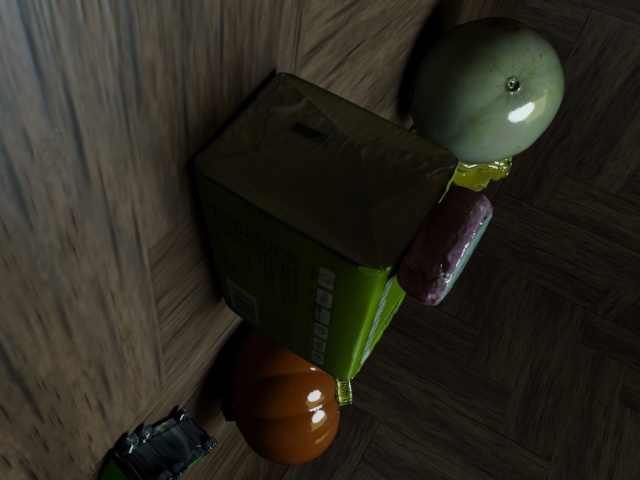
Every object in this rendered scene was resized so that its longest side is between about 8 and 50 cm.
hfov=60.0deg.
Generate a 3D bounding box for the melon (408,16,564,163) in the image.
[{"bbox_3d":[0.301,-0.279,1.051,0.330,0.269,0.268,-100,-146,-78],"label":"melon"}]

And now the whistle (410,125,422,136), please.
[{"bbox_3d":[0.201,-0.133,1.388,0.068,0.057,0.326,-24,142,-38],"label":"whistle"}]

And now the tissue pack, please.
[{"bbox_3d":[0.000,0.000,0.595,0.167,0.200,0.274,-53,164,-29],"label":"tissue pack"}]

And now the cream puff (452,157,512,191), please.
[{"bbox_3d":[0.387,-0.257,1.447,0.291,0.257,0.324,-56,166,-11],"label":"cream puff"}]

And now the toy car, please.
[{"bbox_3d":[-0.191,0.262,0.673,0.062,0.071,0.165,-49,168,9],"label":"toy car"}]

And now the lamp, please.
[{"bbox_3d":[-0.052,0.226,0.845,0.223,0.197,0.223,171,-90,-89],"label":"lamp"}]

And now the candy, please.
[{"bbox_3d":[0.102,0.004,0.458,0.103,0.043,0.103,-51,162,-24],"label":"candy"}]
